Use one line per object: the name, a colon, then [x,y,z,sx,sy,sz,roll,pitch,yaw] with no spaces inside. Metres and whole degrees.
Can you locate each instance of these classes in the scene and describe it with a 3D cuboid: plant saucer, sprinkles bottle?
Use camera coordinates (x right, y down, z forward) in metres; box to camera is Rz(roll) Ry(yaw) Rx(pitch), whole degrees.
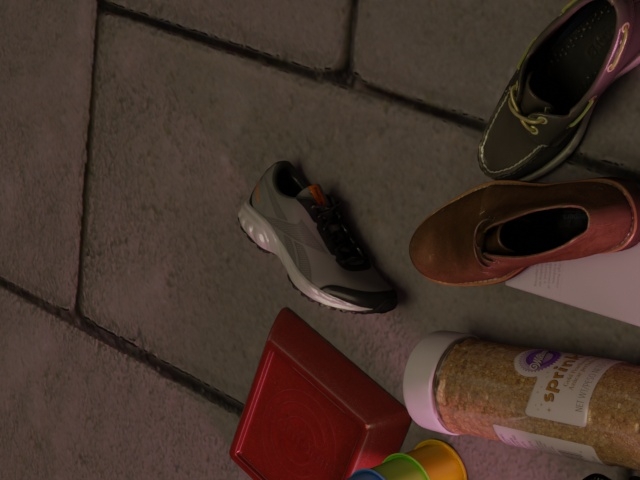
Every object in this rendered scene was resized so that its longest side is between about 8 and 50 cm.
plant saucer: [-0.018,0.264,2.174,0.258,0.047,0.259,39,123,33]
sprinkles bottle: [0.261,0.181,1.826,0.355,0.121,0.121,7,103,43]

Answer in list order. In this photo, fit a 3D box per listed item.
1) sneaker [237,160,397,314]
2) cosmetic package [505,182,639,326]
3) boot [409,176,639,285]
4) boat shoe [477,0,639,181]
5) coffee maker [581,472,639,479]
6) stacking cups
sneaker: [0.000,0.000,2.067,0.271,0.100,0.108,42,120,31]
cosmetic package: [0.318,0.017,1.762,0.231,0.085,0.117,18,110,40]
boot: [0.192,-0.010,1.743,0.305,0.115,0.112,-14,88,45]
boat shoe: [0.257,-0.170,1.777,0.109,0.091,0.305,57,131,21]
coffee maker: [0.336,0.356,1.729,0.120,0.178,0.171,-32,49,3]
stacking cups: [0.039,0.312,1.935,0.096,0.316,0.096,9,102,44]
